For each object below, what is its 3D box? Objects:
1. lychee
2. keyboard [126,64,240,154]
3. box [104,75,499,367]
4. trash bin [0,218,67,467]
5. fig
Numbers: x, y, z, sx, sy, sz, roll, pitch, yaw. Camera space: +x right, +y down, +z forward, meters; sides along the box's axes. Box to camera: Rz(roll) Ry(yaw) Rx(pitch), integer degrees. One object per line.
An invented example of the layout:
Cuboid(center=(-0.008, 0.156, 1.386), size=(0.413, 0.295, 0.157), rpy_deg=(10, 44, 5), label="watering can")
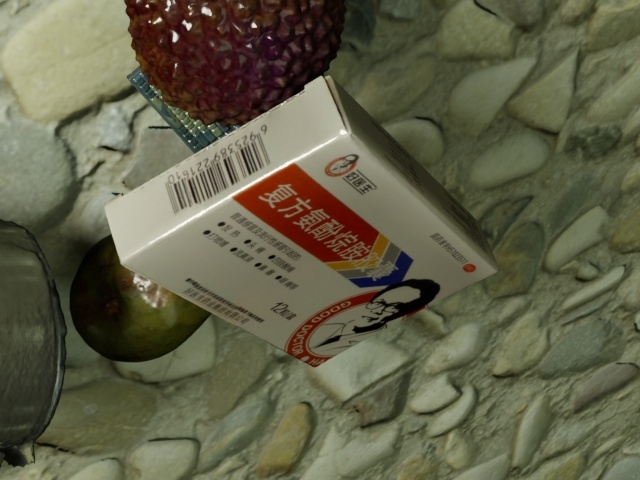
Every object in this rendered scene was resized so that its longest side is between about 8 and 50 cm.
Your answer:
Cuboid(center=(-0.070, -0.188, 1.024), size=(0.188, 0.188, 0.188), rpy_deg=(-21, 136, -21), label="lychee")
Cuboid(center=(-0.108, -0.112, 1.199), size=(0.055, 0.014, 0.176), rpy_deg=(-37, 140, 2), label="keyboard")
Cuboid(center=(0.000, 0.000, 1.158), size=(0.214, 0.069, 0.353), rpy_deg=(-29, 153, 15), label="box")
Cuboid(center=(-0.375, 0.075, 1.023), size=(0.301, 0.203, 0.252), rpy_deg=(1, 85, -39), label="trash bin")
Cuboid(center=(-0.156, 0.032, 1.243), size=(0.126, 0.185, 0.133), rpy_deg=(32, 117, -8), label="fig")
